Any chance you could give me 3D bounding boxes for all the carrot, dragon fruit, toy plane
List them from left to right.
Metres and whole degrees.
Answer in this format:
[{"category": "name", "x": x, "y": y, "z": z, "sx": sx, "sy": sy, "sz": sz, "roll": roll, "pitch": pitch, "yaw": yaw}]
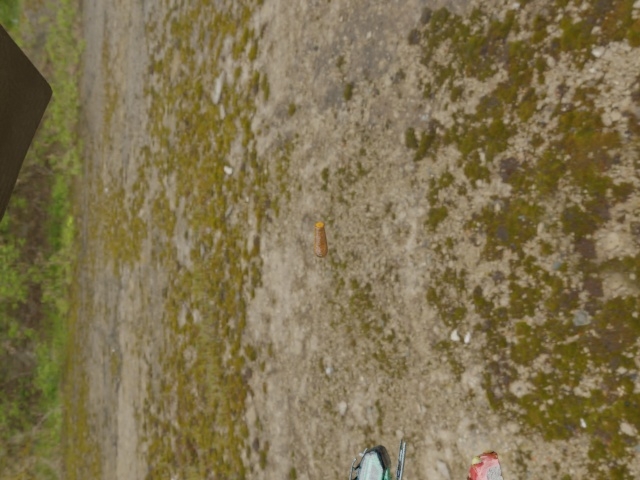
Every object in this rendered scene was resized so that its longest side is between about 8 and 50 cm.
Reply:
[{"category": "carrot", "x": 0.000, "y": 0.000, "z": 1.248, "sx": 0.032, "sy": 0.032, "sz": 0.093, "roll": -126, "pitch": 23, "yaw": -45}, {"category": "toy plane", "x": 0.101, "y": 0.463, "z": 1.003, "sx": 0.096, "sy": 0.060, "sz": 0.235, "roll": 10, "pitch": 95, "yaw": 26}, {"category": "dragon fruit", "x": 0.274, "y": 0.394, "z": 0.926, "sx": 0.056, "sy": 0.060, "sz": 0.083, "roll": 52, "pitch": -150, "yaw": -59}]

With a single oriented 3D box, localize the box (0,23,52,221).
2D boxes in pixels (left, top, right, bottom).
[{"category": "box", "x": -0.560, "y": -0.184, "z": 0.860, "sx": 0.184, "sy": 0.143, "sz": 0.273, "roll": 86, "pitch": -167, "yaw": -71}]
